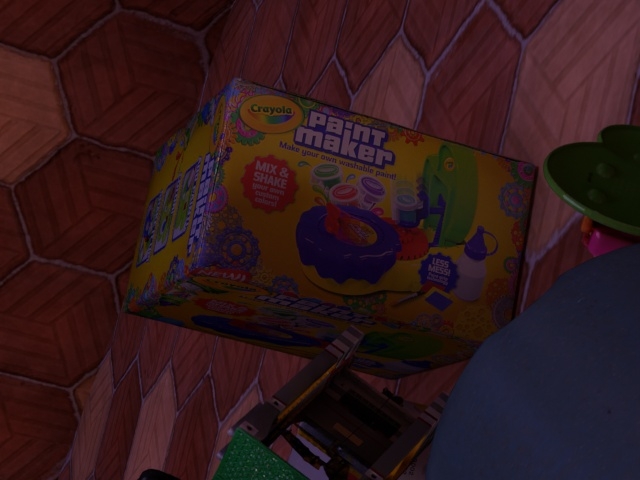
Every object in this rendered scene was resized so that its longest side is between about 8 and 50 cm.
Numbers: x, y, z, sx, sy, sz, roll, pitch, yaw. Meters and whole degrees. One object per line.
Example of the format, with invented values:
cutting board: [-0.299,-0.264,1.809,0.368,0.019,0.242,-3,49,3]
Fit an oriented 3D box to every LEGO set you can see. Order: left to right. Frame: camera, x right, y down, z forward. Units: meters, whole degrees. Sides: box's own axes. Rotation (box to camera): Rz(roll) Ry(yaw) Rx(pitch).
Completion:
LEGO set: [0.051,0.223,1.225,0.192,0.331,0.255,-38,-29,-52]

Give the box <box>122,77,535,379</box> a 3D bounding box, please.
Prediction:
box: [0.000,0.000,1.588,0.279,0.290,0.177,150,133,-68]

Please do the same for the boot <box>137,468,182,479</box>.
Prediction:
boot: [-0.069,0.378,1.523,0.348,0.260,0.131,-92,24,-46]

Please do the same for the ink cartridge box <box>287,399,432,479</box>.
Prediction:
ink cartridge box: [0.073,0.202,1.377,0.127,0.176,0.128,-155,80,-71]

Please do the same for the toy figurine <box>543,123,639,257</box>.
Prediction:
toy figurine: [0.208,0.018,1.251,0.173,0.130,0.159,-60,-14,-59]

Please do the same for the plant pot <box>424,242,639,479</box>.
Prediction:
plant pot: [0.206,0.162,0.699,0.334,0.341,0.341,-127,54,-70]
